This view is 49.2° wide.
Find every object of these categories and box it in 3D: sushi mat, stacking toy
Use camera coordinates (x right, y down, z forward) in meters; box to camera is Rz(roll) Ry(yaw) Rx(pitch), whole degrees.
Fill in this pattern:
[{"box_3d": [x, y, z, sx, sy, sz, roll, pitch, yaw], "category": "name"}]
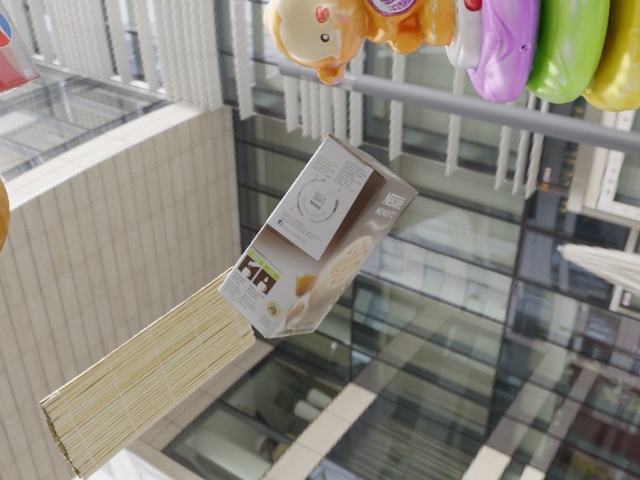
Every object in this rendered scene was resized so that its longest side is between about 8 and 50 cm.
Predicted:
[{"box_3d": [-0.218, 0.177, 0.951, 0.316, 0.019, 0.151, -37, -44, -31], "category": "sushi mat"}, {"box_3d": [0.120, -0.128, 0.348, 0.165, 0.302, 0.175, -83, -12, -72], "category": "stacking toy"}]

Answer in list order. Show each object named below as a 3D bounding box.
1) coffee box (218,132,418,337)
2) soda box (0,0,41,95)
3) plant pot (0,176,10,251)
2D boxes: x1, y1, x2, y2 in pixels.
[{"box_3d": [0.000, 0.000, 0.905, 0.246, 0.098, 0.141, -54, -21, 12], "category": "coffee box"}, {"box_3d": [-0.527, -0.340, 1.022, 0.092, 0.083, 0.263, -46, -64, -53], "category": "soda box"}, {"box_3d": [-0.366, -0.031, 0.554, 0.205, 0.205, 0.188, -69, -23, -2], "category": "plant pot"}]
